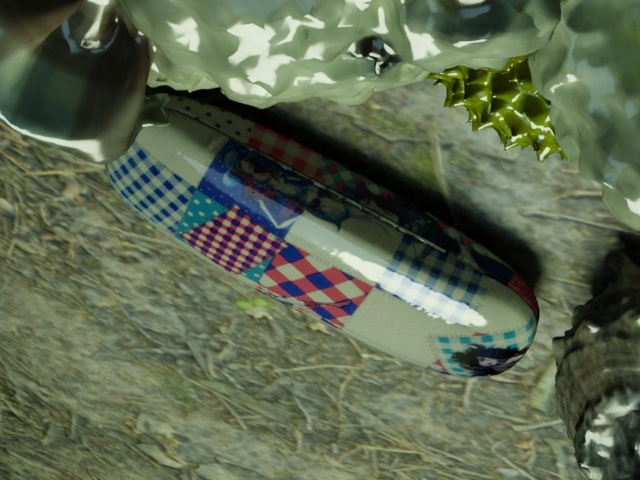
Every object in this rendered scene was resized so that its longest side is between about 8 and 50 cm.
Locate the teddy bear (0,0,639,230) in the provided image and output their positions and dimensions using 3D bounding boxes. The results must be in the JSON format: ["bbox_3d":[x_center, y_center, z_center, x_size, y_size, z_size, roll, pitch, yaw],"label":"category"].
[{"bbox_3d":[0.099,-0.113,0.528,0.375,0.362,0.327,32,143,29],"label":"teddy bear"}]

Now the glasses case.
[{"bbox_3d":[0.000,0.000,1.100,0.327,0.076,0.125,27,146,-2],"label":"glasses case"}]

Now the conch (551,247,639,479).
[{"bbox_3d":[0.250,0.109,0.992,0.241,0.186,0.313,60,-179,2],"label":"conch"}]

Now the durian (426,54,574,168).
[{"bbox_3d":[0.115,-0.122,0.757,0.198,0.146,0.159,41,160,-25],"label":"durian"}]
